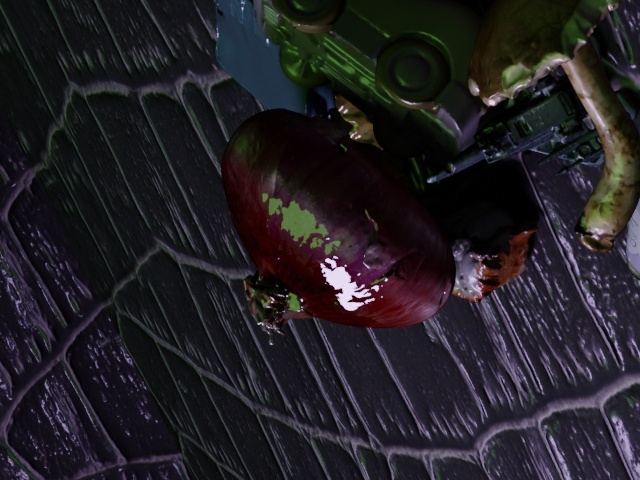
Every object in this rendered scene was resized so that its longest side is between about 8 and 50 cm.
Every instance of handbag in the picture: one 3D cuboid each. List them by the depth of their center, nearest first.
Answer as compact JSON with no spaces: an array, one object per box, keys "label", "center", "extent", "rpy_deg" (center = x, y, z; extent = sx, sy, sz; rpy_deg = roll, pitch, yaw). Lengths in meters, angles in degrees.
[{"label":"handbag","center":[-0.066,-0.275,2.137],"extent":[0.229,0.062,0.179],"rpy_deg":[43,148,32]}]

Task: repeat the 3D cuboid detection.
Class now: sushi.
[{"label":"sushi","center":[0.175,0.004,2.105],"extent":[0.332,0.124,0.130],"rpy_deg":[15,132,53]}]

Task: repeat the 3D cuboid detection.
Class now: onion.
[{"label":"onion","center":[0.000,0.000,1.931],"extent":[0.347,0.285,0.347],"rpy_deg":[40,175,4]}]

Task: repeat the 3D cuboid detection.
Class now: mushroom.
[{"label":"mushroom","center":[0.288,-0.178,1.618],"extent":[0.302,0.233,0.208],"rpy_deg":[47,-165,-41]}]

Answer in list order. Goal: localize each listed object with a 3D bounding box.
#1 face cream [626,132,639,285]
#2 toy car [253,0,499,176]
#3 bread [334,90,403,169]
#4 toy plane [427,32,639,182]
[{"label":"face cream","center":[0.390,-0.031,1.724],"extent":[0.075,0.075,0.229],"rpy_deg":[39,149,36]},{"label":"toy car","center":[0.094,-0.267,1.886],"extent":[0.336,0.226,0.242],"rpy_deg":[36,169,10]},{"label":"bread","center":[0.021,-0.231,2.183],"extent":[0.367,0.077,0.084],"rpy_deg":[64,159,-14]},{"label":"toy plane","center":[0.230,-0.132,1.730],"extent":[0.169,0.246,0.078],"rpy_deg":[60,176,-3]}]
